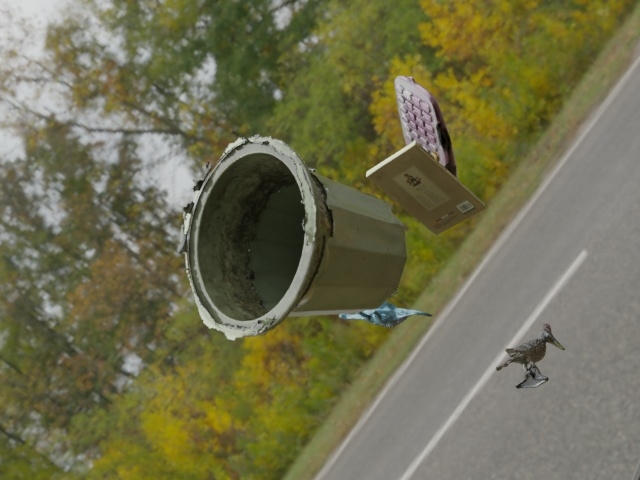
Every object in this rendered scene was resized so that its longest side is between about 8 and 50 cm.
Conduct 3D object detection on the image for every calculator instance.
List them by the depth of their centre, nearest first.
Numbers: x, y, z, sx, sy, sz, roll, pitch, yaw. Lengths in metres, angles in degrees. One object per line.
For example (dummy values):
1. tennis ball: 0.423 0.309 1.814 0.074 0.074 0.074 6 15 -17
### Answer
1. calculator: 0.231 -0.229 1.908 0.043 0.294 0.194 -26 36 -11

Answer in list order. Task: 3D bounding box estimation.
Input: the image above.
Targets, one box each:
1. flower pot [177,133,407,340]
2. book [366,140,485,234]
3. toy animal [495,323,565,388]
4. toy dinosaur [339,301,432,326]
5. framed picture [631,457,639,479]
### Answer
1. flower pot: -0.025 0.002 1.286 0.259 0.290 0.290 6 -52 -43
2. book: 0.202 -0.097 1.686 0.138 0.198 0.016 -31 29 42
3. toy animal: 0.456 0.242 1.889 0.202 0.105 0.070 -43 -7 -39
4. toy dinosaur: 0.112 0.133 1.628 0.197 0.080 0.045 -5 61 34
5. framed picture: 0.658 0.490 1.680 0.023 0.127 0.169 16 -86 -58
